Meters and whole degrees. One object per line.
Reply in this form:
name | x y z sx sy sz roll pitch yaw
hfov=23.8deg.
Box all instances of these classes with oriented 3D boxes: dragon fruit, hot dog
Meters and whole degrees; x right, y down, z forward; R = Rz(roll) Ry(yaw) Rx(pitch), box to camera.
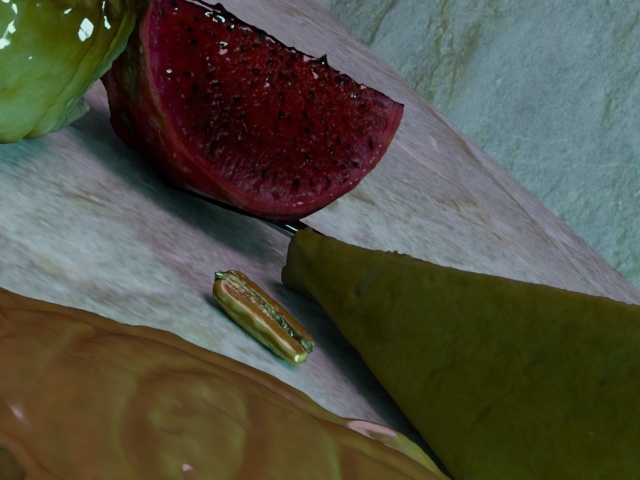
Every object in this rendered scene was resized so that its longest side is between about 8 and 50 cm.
dragon fruit | -0.079 -0.098 1.160 0.261 0.163 0.189 27 45 -34
hot dog | -0.040 0.051 0.985 0.083 0.021 0.037 42 32 2

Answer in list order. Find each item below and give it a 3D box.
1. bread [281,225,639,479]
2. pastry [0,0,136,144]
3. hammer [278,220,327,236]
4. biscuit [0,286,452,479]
bread | 0.164 0.055 1.080 0.362 0.245 0.233 49 16 27
pastry | -0.257 -0.188 0.937 0.329 0.136 0.330 36 13 -9
hammer | 0.000 0.000 1.305 0.178 0.021 0.065 30 15 -35
biscuit | -0.018 0.127 0.577 0.351 0.057 0.312 29 14 -15
